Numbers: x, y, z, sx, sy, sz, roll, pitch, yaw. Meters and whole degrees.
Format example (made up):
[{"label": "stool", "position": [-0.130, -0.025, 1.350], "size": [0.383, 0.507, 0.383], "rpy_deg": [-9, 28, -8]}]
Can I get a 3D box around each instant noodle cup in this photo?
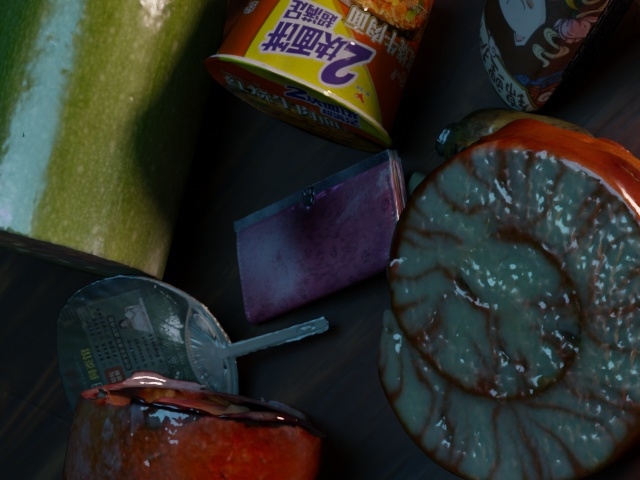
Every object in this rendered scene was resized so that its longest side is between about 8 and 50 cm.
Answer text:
[{"label": "instant noodle cup", "position": [0.011, -0.210, 1.755], "size": [0.213, 0.213, 0.174], "rpy_deg": [18, 79, 35]}]

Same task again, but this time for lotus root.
[{"label": "lotus root", "position": [0.192, -0.079, 1.663], "size": [0.179, 0.080, 0.089], "rpy_deg": [12, 85, 31]}]

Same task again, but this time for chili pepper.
[{"label": "chili pepper", "position": [-0.144, 0.291, 1.697], "size": [0.229, 0.251, 0.305], "rpy_deg": [172, 113, -78]}]

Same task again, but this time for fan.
[{"label": "fan", "position": [-0.146, 0.156, 1.824], "size": [0.294, 0.012, 0.223], "rpy_deg": [12, 104, 12]}]

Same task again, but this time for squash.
[{"label": "squash", "position": [-0.250, -0.169, 1.872], "size": [0.263, 0.263, 0.385], "rpy_deg": [10, 83, 35]}]

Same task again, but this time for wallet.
[{"label": "wallet", "position": [0.000, 0.000, 1.781], "size": [0.232, 0.025, 0.119], "rpy_deg": [-24, 66, 39]}]

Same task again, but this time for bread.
[{"label": "bread", "position": [0.200, 0.064, 1.562], "size": [0.295, 0.114, 0.328], "rpy_deg": [21, 106, 30]}]

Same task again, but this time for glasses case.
[{"label": "glasses case", "position": [0.231, -0.244, 1.596], "size": [0.122, 0.082, 0.321], "rpy_deg": [66, 151, 27]}]

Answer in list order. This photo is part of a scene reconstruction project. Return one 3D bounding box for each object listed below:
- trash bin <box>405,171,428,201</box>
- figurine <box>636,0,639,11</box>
[{"label": "trash bin", "position": [0.124, -0.026, 1.721], "size": [0.092, 0.043, 0.061], "rpy_deg": [30, 95, 39]}, {"label": "figurine", "position": [0.352, -0.285, 1.589], "size": [0.162, 0.141, 0.237], "rpy_deg": [-17, 77, 29]}]
